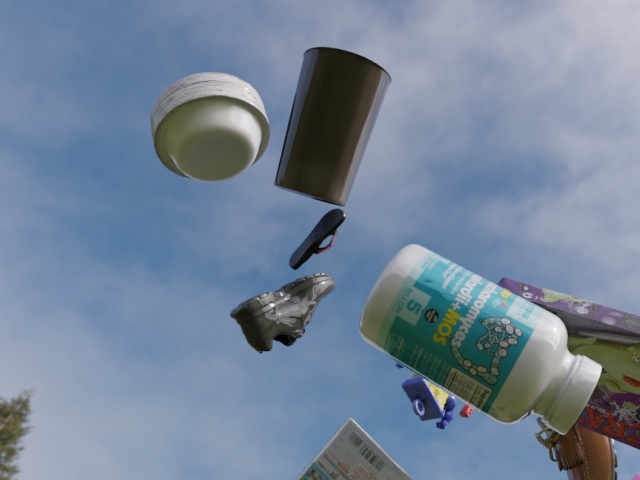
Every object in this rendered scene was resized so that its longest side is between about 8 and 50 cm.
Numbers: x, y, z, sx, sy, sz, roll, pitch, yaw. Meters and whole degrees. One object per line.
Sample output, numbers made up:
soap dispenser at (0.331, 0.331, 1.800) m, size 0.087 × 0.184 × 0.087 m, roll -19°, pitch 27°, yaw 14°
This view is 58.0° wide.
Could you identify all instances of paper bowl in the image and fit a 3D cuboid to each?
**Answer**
paper bowl at (-0.263, -0.253, 1.411) m, size 0.285 × 0.148 × 0.284 m, roll -13°, pitch -33°, yaw -9°

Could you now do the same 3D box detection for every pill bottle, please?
pill bottle at (0.190, 0.122, 0.703) m, size 0.264 × 0.146 × 0.146 m, roll 28°, pitch -50°, yaw 21°

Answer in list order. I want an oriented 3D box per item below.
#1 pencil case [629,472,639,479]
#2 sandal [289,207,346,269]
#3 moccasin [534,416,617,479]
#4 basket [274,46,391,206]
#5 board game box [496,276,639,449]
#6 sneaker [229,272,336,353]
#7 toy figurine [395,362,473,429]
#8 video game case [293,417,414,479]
pencil case at (0.869, 0.738, 1.343) m, size 0.160 × 0.386 × 0.167 m, roll -1°, pitch -56°, yaw -22°
sandal at (0.000, 0.000, 1.208) m, size 0.040 × 0.067 × 0.179 m, roll 31°, pitch -59°, yaw -21°
moccasin at (0.488, 0.358, 1.148) m, size 0.147 × 0.379 × 0.139 m, roll 0°, pitch -21°, yaw 2°
basket at (0.013, -0.182, 0.980) m, size 0.154 × 0.204 × 0.226 m, roll 17°, pitch -88°, yaw -1°
board game box at (0.420, 0.196, 0.852) m, size 0.347 × 0.056 × 0.208 m, roll 16°, pitch -50°, yaw 32°
sneaker at (-0.067, 0.160, 1.284) m, size 0.109 × 0.286 × 0.130 m, roll -31°, pitch -97°, yaw 49°
toy figurine at (0.279, 0.322, 1.392) m, size 0.191 × 0.217 × 0.362 m, roll -20°, pitch -77°, yaw 44°
video game case at (0.054, 0.383, 0.773) m, size 0.212 × 0.193 × 0.023 m, roll 44°, pitch -30°, yaw 8°
